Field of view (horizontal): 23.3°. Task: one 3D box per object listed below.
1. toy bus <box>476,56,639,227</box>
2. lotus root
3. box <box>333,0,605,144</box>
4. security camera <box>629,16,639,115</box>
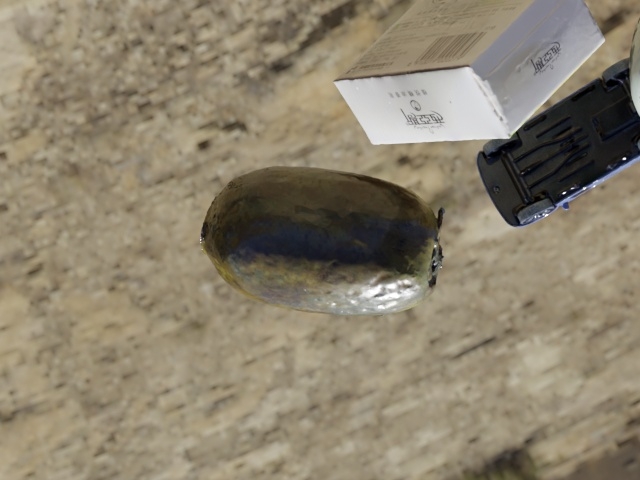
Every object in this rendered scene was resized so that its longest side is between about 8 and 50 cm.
[{"bbox_3d":[0.360,-0.133,2.083,0.292,0.125,0.133,-32,166,28],"label":"toy bus"},{"bbox_3d":[0.000,0.000,1.755,0.274,0.160,0.152,6,164,12],"label":"lotus root"},{"bbox_3d":[0.171,-0.212,1.825,0.194,0.111,0.260,-44,-157,-25],"label":"box"},{"bbox_3d":[0.336,-0.084,1.177,0.194,0.236,0.195,2,134,3],"label":"security camera"}]
